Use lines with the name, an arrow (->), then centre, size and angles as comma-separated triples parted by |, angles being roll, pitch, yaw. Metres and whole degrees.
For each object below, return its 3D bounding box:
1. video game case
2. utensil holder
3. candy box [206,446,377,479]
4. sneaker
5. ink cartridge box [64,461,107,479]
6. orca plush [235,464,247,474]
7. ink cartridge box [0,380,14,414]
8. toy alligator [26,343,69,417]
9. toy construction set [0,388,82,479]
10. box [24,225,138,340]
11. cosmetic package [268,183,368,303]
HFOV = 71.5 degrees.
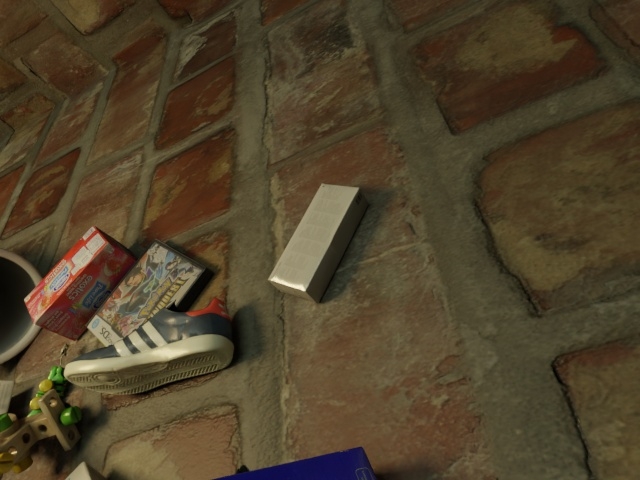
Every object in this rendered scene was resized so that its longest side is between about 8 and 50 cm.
video game case -> -0.412, 0.143, 1.057 | 0.248, 0.035, 0.274 | 21, 71, 41
utensil holder -> -1.005, 0.157, 1.227 | 0.386, 0.327, 0.327 | 7, 62, 39
candy box -> -0.055, 0.391, 0.461 | 0.122, 0.317, 0.268 | -65, 35, 33
sneaker -> -0.338, 0.206, 0.899 | 0.350, 0.131, 0.148 | -13, 50, 7
ink cartridge box -> -0.445, 0.508, 0.665 | 0.296, 0.066, 0.261 | -47, 17, -30
orca plush -> -0.236, 0.455, 0.669 | 0.287, 0.102, 0.151 | -31, 47, 9
ink cartridge box -> -0.843, 0.404, 0.985 | 0.100, 0.237, 0.172 | -51, 39, 31
toy alligator -> -0.614, 0.337, 1.032 | 0.051, 0.056, 0.189 | 18, 62, -4
toy construction set -> -0.593, 0.437, 0.851 | 0.237, 0.257, 0.308 | -16, 76, -2
box -> -0.607, 0.108, 1.143 | 0.128, 0.122, 0.257 | 29, 76, 43
cosmetic package -> 0.000, 0.000, 0.885 | 0.099, 0.060, 0.239 | 14, 66, 36
